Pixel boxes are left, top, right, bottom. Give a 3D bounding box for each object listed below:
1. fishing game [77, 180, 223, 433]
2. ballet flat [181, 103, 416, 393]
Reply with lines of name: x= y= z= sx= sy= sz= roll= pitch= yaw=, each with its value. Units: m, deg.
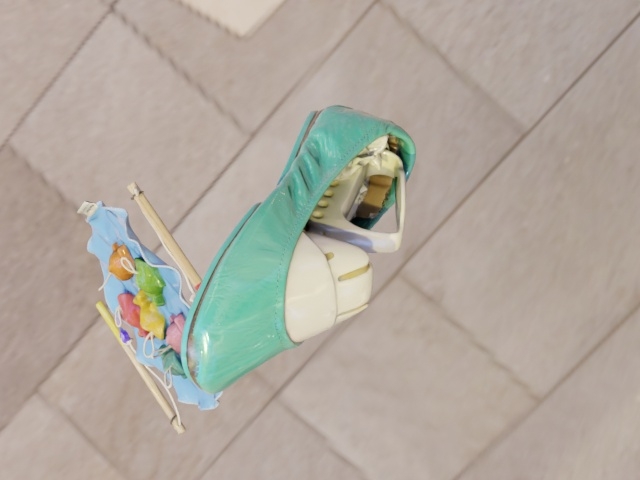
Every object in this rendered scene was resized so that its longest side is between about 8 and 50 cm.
fishing game: x=-0.140 y=0.055 z=1.483 sx=0.189 sy=0.041 sz=0.264 roll=56 pitch=158 yaw=9
ballet flat: x=0.000 y=0.000 z=1.118 sx=0.087 sy=0.247 sz=0.083 roll=8 pitch=130 yaw=19
